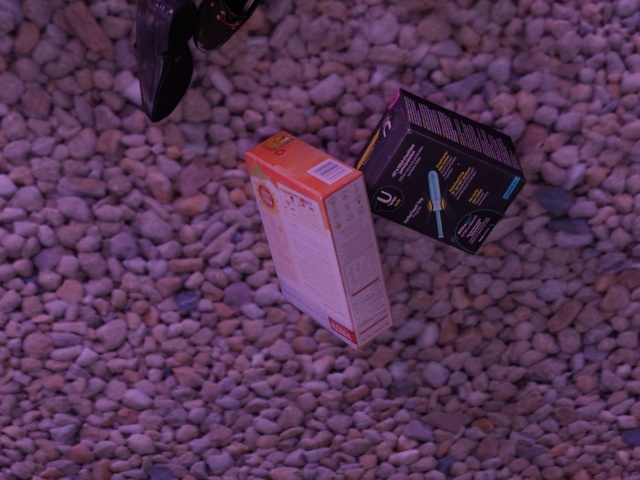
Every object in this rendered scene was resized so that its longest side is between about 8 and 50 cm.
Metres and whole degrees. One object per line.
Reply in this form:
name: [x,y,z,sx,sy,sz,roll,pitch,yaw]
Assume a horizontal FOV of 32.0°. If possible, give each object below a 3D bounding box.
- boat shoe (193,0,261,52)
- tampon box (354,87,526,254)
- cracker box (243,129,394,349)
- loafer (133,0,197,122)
boat shoe: [-0.099,-0.255,1.216,0.049,0.042,0.133,27,122,-24]
tampon box: [0.138,-0.082,1.320,0.161,0.101,0.120,22,121,-18]
cracker box: [0.000,0.000,1.336,0.067,0.156,0.232,-32,131,-24]
loafer: [-0.180,-0.208,1.244,0.061,0.062,0.170,35,134,19]
